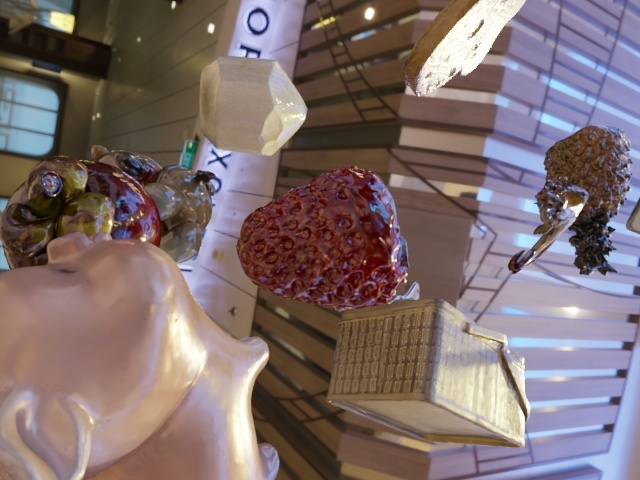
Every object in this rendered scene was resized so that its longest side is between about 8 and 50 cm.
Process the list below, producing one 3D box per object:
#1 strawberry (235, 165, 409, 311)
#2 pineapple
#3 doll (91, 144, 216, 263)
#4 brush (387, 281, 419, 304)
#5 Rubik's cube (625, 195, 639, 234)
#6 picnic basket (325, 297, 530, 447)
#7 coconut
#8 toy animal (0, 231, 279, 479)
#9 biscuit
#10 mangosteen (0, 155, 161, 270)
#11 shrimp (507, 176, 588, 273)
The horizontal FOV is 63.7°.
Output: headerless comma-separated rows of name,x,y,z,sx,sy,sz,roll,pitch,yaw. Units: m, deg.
strawberry,0.000,0.000,1.100,0.295,0.344,0.318,3,-84,64
pineapple,0.667,-0.093,1.266,0.202,0.201,0.363,-21,-114,55
doll,-0.325,-0.080,0.992,0.329,0.174,0.235,13,-45,39
brush,0.211,0.154,1.242,0.065,0.327,0.070,-8,-85,23
Rubik's cube,0.682,-0.102,0.805,0.256,0.253,0.259,28,-59,32
picnic basket,0.195,0.235,0.902,0.227,0.312,0.176,-18,-131,44
coconut,-0.165,-0.333,1.273,0.237,0.265,0.238,-173,-90,-79
toy animal,-0.170,0.151,0.455,0.236,0.269,0.327,-9,-85,39
biscuit,0.316,-0.451,1.104,0.343,0.287,0.057,-44,-106,12
mangosteen,-0.336,-0.021,0.718,0.257,0.214,0.215,124,-35,-70
shrimp,0.245,-0.014,0.577,0.034,0.178,0.124,44,-67,26
